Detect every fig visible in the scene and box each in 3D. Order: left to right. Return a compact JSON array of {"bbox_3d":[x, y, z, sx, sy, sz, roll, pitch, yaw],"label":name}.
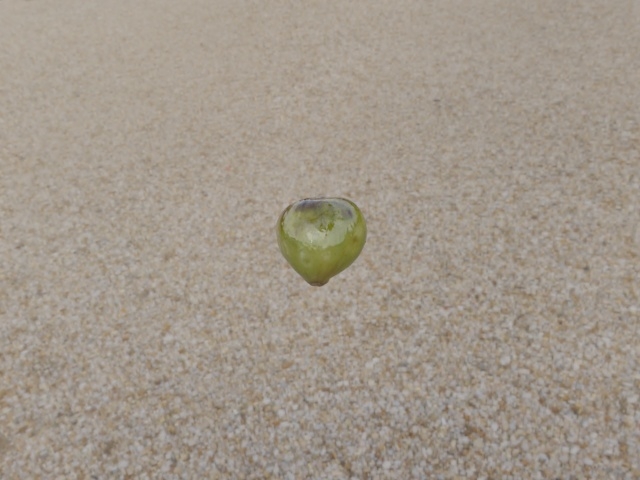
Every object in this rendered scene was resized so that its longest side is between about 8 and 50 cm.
[{"bbox_3d":[-0.001,-0.012,0.968,0.136,0.120,0.153,0,34,34],"label":"fig"}]
